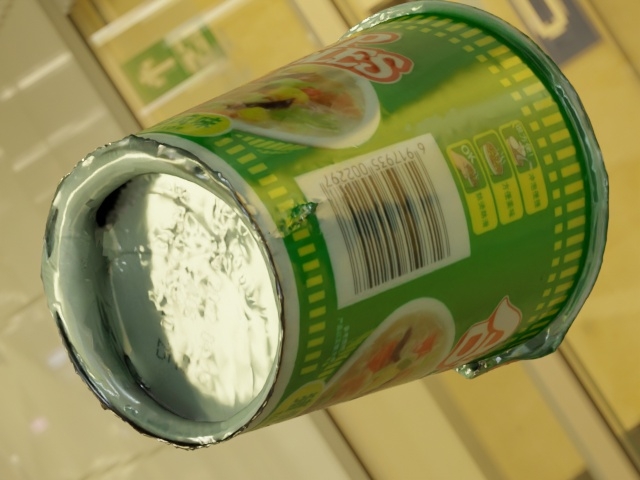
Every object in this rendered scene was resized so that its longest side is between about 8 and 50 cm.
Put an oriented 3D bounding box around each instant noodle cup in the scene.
[{"bbox_3d":[0.000,0.000,0.864,0.207,0.207,0.233,-32,-7,39],"label":"instant noodle cup"}]
